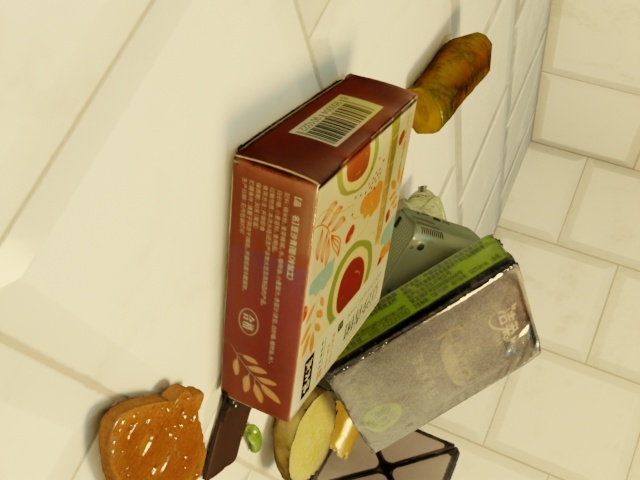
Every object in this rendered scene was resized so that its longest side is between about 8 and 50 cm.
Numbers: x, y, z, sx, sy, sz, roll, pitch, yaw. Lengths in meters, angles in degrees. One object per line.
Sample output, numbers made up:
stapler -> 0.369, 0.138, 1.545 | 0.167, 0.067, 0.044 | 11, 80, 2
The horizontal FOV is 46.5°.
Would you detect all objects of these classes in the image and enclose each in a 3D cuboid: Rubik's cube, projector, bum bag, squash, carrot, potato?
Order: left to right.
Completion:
bum bag -> -0.131, 0.283, 1.138 | 0.109, 0.026, 0.159 | -10, 118, -70
squash -> -0.111, 0.332, 1.247 | 0.027, 0.027, 0.089 | -59, 160, -31
potato -> -0.041, 0.352, 1.383 | 0.164, 0.081, 0.200 | -34, 137, -47
Rubik's cube -> 0.130, 0.636, 1.807 | 0.310, 0.305, 0.307 | -53, 157, -47
projector -> 0.179, 0.076, 1.451 | 0.198, 0.108, 0.250 | 16, 117, -32
carrot -> 0.263, -0.329, 1.520 | 0.302, 0.114, 0.114 | -49, 152, -39

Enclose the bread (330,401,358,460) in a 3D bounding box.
bread -> 0.056, 0.399, 1.684 | 0.173, 0.085, 0.134 | -67, 161, -11

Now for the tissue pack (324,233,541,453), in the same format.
tissue pack -> 0.203, 0.198, 1.392 | 0.394, 0.124, 0.288 | -30, 132, -5

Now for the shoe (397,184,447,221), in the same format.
shoe -> 0.203, -0.034, 1.631 | 0.342, 0.132, 0.211 | 52, 41, -57

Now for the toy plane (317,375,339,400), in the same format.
toy plane -> 0.069, 0.313, 1.560 | 0.108, 0.092, 0.286 | -43, 142, 23

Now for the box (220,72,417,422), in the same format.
box -> 0.000, 0.000, 1.074 | 0.344, 0.122, 0.385 | -46, 149, -52

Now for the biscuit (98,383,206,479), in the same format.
biscuit -> -0.200, 0.253, 0.892 | 0.280, 0.043, 0.183 | 63, 46, -59
